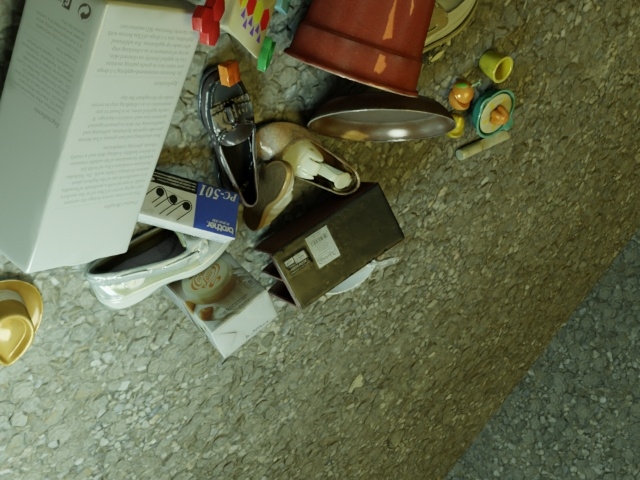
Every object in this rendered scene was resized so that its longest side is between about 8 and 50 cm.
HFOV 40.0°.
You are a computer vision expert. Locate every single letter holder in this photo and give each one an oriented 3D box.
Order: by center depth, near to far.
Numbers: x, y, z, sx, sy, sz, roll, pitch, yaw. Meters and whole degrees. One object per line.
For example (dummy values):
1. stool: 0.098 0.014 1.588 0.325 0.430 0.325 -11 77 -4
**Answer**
1. letter holder: 0.000 0.000 2.027 0.302 0.214 0.152 -34 109 -18

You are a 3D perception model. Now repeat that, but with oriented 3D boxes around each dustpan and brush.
1. dustpan and brush: 0.108 0.063 2.243 0.211 0.060 0.147 -19 134 -34

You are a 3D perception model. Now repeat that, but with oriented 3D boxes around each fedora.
1. fedora: -0.582 0.166 1.610 0.194 0.079 0.194 -27 139 -27

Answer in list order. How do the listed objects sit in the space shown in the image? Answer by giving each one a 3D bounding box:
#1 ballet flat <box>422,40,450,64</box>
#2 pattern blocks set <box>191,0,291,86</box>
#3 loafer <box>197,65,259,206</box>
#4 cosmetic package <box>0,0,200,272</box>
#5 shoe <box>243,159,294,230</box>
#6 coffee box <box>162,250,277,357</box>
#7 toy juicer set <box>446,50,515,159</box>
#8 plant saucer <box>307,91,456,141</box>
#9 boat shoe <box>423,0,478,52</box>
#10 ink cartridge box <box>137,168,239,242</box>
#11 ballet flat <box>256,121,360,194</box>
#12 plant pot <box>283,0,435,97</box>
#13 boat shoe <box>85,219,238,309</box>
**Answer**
1. ballet flat: 0.271 -0.442 1.981 0.114 0.041 0.041 -52 144 3
2. pattern blocks set: -0.122 -0.403 1.487 0.325 0.026 0.285 52 57 -73
3. loafer: -0.161 -0.195 1.704 0.109 0.095 0.302 -25 138 -20
4. cosmetic package: -0.374 -0.191 1.402 0.230 0.161 0.453 -14 133 -58
5. shoe: -0.100 -0.100 1.845 0.058 0.076 0.219 -20 159 -36
6. coffee box: -0.220 0.100 1.781 0.141 0.246 0.098 -39 143 -16
7. toy juicer set: 0.409 -0.300 2.208 0.209 0.089 0.329 -39 143 -14
8. plant saucer: 0.127 -0.257 1.831 0.310 0.310 0.050 5 82 -48
9. boat shoe: 0.215 -0.467 1.840 0.302 0.113 0.103 -43 149 -7
10. ink cartridge box: -0.258 -0.067 1.676 0.207 0.046 0.097 16 69 -32
11. ballet flat: -0.015 -0.168 1.873 0.316 0.106 0.107 16 112 -51
12. plant pot: 0.099 -0.438 1.646 0.272 0.272 0.265 3 111 -47
13. boat shoe: -0.308 0.016 1.732 0.320 0.118 0.103 -30 144 -14
